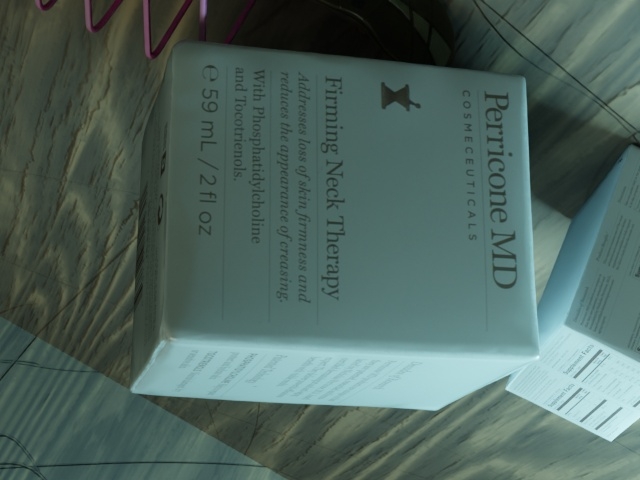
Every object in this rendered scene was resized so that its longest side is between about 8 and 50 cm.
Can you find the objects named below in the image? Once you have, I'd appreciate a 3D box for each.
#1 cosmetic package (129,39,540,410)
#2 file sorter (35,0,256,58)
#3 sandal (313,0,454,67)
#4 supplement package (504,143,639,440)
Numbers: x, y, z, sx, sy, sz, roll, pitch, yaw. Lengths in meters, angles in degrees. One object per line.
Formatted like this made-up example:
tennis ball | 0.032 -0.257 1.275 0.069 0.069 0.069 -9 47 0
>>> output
cosmetic package | 0.000 0.000 1.521 0.393 0.329 0.327 4 163 -13
file sorter | -0.213 -0.335 1.482 0.290 0.182 0.202 23 150 7
sandal | 0.053 -0.257 1.489 0.219 0.090 0.060 28 173 -10
supplement package | 0.349 0.063 1.567 0.145 0.262 0.204 27 151 2
